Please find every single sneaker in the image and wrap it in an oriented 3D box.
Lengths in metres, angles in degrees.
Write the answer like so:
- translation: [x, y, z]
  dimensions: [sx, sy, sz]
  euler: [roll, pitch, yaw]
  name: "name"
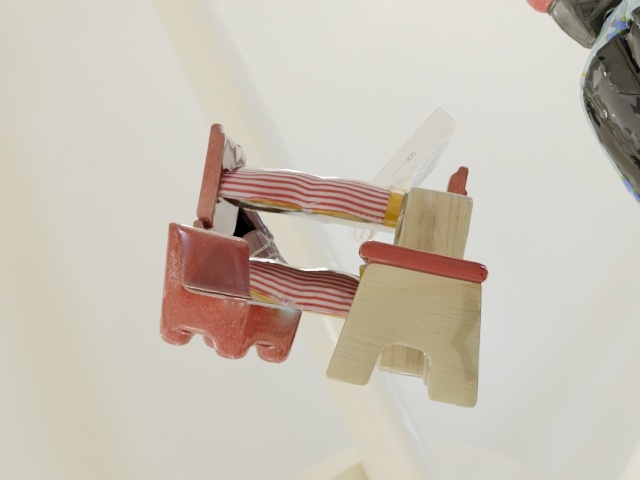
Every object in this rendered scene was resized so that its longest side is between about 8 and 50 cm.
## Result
- translation: [0.376, -0.313, 1.204]
  dimensions: [0.276, 0.097, 0.135]
  euler: [-33, -102, -1]
  name: "sneaker"
- translation: [-0.112, 0.007, 1.422]
  dimensions: [0.106, 0.281, 0.162]
  euler: [-31, -74, -20]
  name: "sneaker"

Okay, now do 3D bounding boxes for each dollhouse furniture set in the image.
- translation: [0.000, 0.000, 0.708]
  dimensions: [0.201, 0.374, 0.152]
  euler: [10, -92, 3]
  name: "dollhouse furniture set"

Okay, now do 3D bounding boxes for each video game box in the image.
- translation: [0.130, -0.099, 1.723]
  dimensions: [0.048, 0.187, 0.205]
  euler: [39, -105, 10]
  name: "video game box"

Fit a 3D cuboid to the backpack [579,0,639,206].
- translation: [0.425, -0.117, 1.059]
  dimensions: [0.356, 0.290, 0.273]
  euler: [37, -129, -10]
  name: "backpack"
